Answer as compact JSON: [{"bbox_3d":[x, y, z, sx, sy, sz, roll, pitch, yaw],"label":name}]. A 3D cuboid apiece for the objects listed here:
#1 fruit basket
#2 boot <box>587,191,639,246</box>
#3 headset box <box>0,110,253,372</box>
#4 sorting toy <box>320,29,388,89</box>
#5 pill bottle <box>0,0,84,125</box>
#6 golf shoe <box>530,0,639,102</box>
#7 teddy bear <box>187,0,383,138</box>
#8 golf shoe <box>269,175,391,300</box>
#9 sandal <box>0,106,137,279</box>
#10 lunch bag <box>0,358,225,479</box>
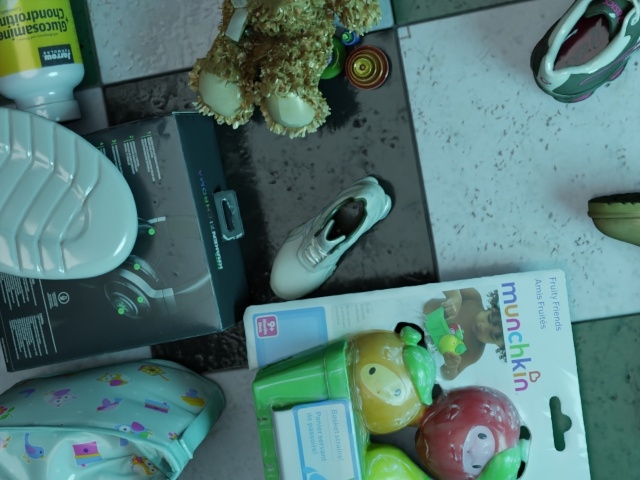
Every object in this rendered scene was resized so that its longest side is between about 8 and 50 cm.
[{"bbox_3d":[0.107,0.212,1.444,0.353,0.165,0.327,-6,95,11],"label":"fruit basket"},{"bbox_3d":[0.391,0.088,1.401,0.236,0.089,0.270,4,98,13],"label":"boot"},{"bbox_3d":[-0.228,-0.003,1.513,0.283,0.131,0.246,-13,92,14],"label":"headset box"},{"bbox_3d":[0.025,-0.202,1.477,0.102,0.042,0.061,15,99,12],"label":"sorting toy"},{"bbox_3d":[-0.327,-0.221,1.527,0.103,0.103,0.184,-11,94,14],"label":"pill bottle"},{"bbox_3d":[0.326,-0.248,1.364,0.105,0.120,0.273,43,102,7],"label":"golf shoe"},{"bbox_3d":[-0.042,-0.278,1.449,0.245,0.113,0.338,-5,89,35],"label":"teddy bear"},{"bbox_3d":[0.000,0.000,1.484,0.069,0.086,0.176,42,105,4],"label":"golf shoe"},{"bbox_3d":[-0.392,-0.067,1.431,0.416,0.102,0.169,15,83,-1],"label":"sandal"},{"bbox_3d":[-0.247,0.230,1.496,0.262,0.223,0.160,-8,100,12],"label":"lunch bag"}]
